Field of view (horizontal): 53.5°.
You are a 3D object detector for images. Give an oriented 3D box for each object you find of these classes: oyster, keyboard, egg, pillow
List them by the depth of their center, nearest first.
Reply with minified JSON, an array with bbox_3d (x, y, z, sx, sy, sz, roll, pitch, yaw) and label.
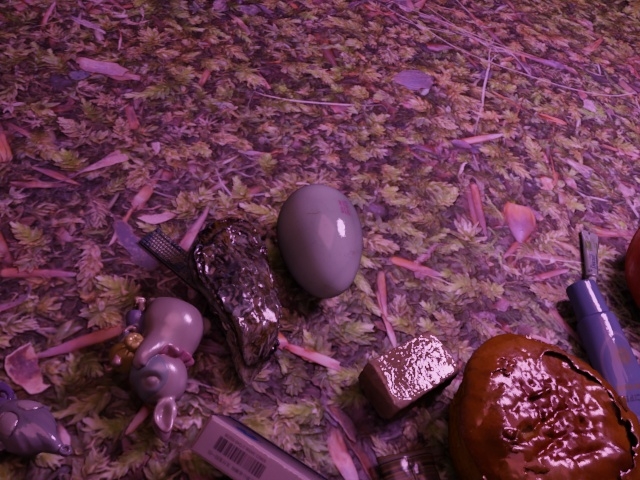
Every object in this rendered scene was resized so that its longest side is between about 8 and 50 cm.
[{"bbox_3d":[0.178,0.466,1.108,0.113,0.038,0.203,-5,54,-20],"label":"pillow"},{"bbox_3d":[-0.165,0.107,1.248,0.162,0.158,0.350,-11,65,-9],"label":"oyster"},{"bbox_3d":[-0.304,0.039,1.345,0.176,0.014,0.055,37,55,16],"label":"keyboard"},{"bbox_3d":[0.000,0.000,1.349,0.183,0.182,0.264,0,59,-16],"label":"egg"}]

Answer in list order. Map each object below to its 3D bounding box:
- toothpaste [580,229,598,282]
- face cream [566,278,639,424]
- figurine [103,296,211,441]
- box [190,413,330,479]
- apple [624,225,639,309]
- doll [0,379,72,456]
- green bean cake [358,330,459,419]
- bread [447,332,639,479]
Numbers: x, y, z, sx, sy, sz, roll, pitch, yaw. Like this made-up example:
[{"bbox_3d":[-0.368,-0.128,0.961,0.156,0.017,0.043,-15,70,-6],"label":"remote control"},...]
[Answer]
[{"bbox_3d":[0.683,0.043,1.607,0.048,0.029,0.197,20,46,1],"label":"toothpaste"},{"bbox_3d":[0.637,0.264,1.379,0.136,0.086,0.385,-1,57,-16],"label":"face cream"},{"bbox_3d":[-0.296,0.221,1.124,0.155,0.127,0.235,25,49,-19],"label":"figurine"},{"bbox_3d":[-0.032,0.394,1.004,0.344,0.200,0.065,30,77,10],"label":"box"},{"bbox_3d":[0.919,0.048,1.472,0.364,0.363,0.363,8,50,-9],"label":"apple"},{"bbox_3d":[-0.498,0.298,1.039,0.228,0.075,0.102,22,38,19],"label":"doll"},{"bbox_3d":[0.173,0.264,1.244,0.179,0.085,0.109,-23,62,-29],"label":"green bean cake"},{"bbox_3d":[0.399,0.358,1.156,0.337,0.204,0.358,18,45,2],"label":"bread"}]
